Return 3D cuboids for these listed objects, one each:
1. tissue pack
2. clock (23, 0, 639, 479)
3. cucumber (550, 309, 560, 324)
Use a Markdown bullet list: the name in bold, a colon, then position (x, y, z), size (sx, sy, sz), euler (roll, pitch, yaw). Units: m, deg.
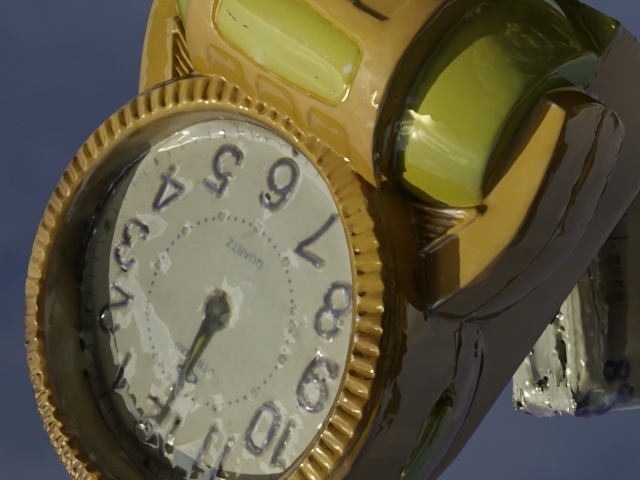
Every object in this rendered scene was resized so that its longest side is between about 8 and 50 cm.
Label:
- **tissue pack**: position (0.329, 0.028, 1.507), size (0.344, 0.125, 0.242), euler (-3, -92, -23)
- **clock**: position (0.000, 0.000, 0.811), size (0.244, 0.317, 0.200), euler (35, -168, 37)
- **cucumber**: position (0.129, 0.028, 1.340), size (0.133, 0.032, 0.032), euler (23, -124, 13)
